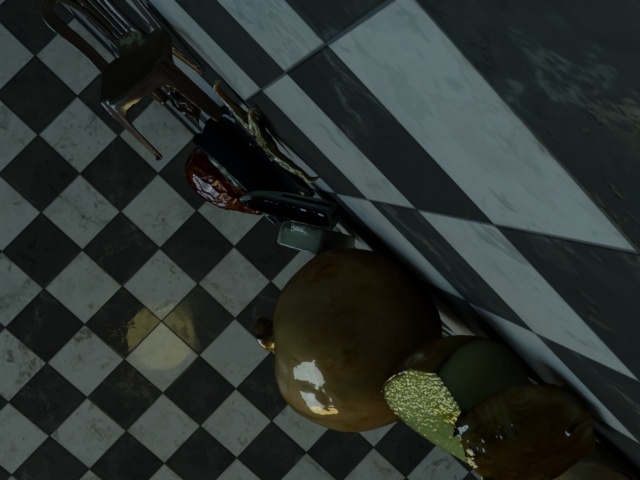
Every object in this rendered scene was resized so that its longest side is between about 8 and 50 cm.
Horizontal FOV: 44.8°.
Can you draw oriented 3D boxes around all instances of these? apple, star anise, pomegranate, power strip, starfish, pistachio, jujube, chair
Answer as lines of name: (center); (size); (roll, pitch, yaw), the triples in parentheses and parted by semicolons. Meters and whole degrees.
apple: (0.250, 0.283, 1.400); (0.346, 0.254, 0.179); (51, -169, -34)
star anise: (-0.406, -0.409, 2.044); (0.262, 0.081, 0.230); (30, 170, 27)
pomegranate: (0.057, 0.206, 1.642); (0.411, 0.411, 0.411); (44, 176, 4)
power strip: (0.000, 0.000, 1.778); (0.098, 0.058, 0.338); (14, -178, 19)
starfish: (-0.114, -0.203, 1.489); (0.247, 0.050, 0.138); (43, 176, -35)
pistachio: (0.508, 0.448, 1.411); (0.229, 0.157, 0.157); (32, 180, -18)
jujube: (-0.269, -0.183, 2.354); (0.290, 0.197, 0.197); (29, -178, -24)
chair: (-0.349, -0.334, 1.412); (0.326, 0.175, 0.183); (41, -155, -42)

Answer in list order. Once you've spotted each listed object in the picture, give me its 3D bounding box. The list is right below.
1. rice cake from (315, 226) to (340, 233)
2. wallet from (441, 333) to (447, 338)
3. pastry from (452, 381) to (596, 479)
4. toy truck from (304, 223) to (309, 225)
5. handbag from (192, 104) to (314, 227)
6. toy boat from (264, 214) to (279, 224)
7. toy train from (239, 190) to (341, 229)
rice cake: (0.049, 0.008, 2.127); (0.124, 0.038, 0.211); (39, 174, 46)
wallet: (0.395, 0.350, 1.994); (0.250, 0.075, 0.176); (47, 170, -30)
pastry: (0.328, 0.320, 1.263); (0.100, 0.229, 0.218); (-102, 18, -45)
toy truck: (-0.004, -0.013, 2.260); (0.111, 0.076, 0.077); (42, -166, -3)
handbag: (-0.175, -0.177, 1.893); (0.303, 0.122, 0.329); (44, 178, -13)
toy boat: (-0.116, -0.099, 2.258); (0.093, 0.103, 0.246); (43, 179, -3)
toy train: (-0.072, -0.079, 1.689); (0.252, 0.048, 0.055); (15, 144, 33)
